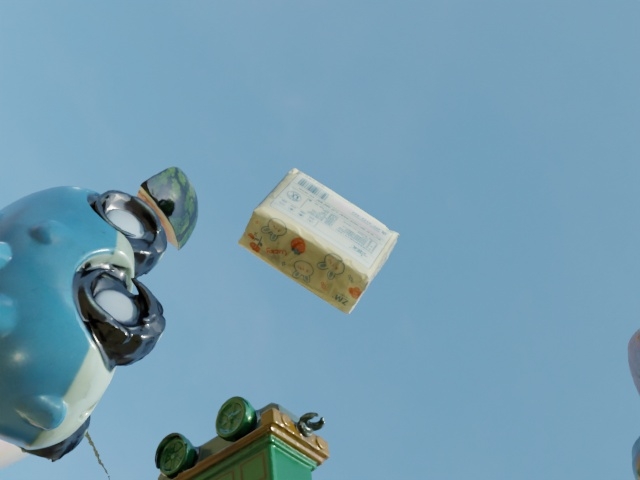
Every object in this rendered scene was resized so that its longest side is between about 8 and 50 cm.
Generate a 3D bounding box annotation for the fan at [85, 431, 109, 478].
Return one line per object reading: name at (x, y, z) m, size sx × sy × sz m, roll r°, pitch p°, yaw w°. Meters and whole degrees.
fan at (-0.209, 0.334, 0.985) m, size 0.182 × 0.010 × 0.310 m, roll -40°, pitch -112°, yaw 10°

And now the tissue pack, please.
tissue pack at (0.000, 0.000, 1.278) m, size 0.196 × 0.148 × 0.092 m, roll 32°, pitch -52°, yaw 5°

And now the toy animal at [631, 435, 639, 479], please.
toy animal at (0.556, 0.366, 1.125) m, size 0.191 × 0.216 × 0.338 m, roll -40°, pitch -96°, yaw 11°

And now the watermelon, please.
watermelon at (-0.252, -0.046, 1.383) m, size 0.094 × 0.125 × 0.135 m, roll -7°, pitch -77°, yaw 16°

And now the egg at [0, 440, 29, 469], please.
egg at (-0.567, 0.168, 1.184) m, size 0.354 × 0.340 × 0.355 m, roll 0°, pitch -89°, yaw 29°

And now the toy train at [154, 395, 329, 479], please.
toy train at (-0.158, 0.456, 1.585) m, size 0.429 × 0.178 × 0.249 m, roll -34°, pitch -141°, yaw 19°

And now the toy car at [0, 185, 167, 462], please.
toy car at (-0.254, 0.053, 0.763) m, size 0.190 × 0.255 × 0.188 m, roll 27°, pitch -61°, yaw -23°

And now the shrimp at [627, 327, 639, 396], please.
shrimp at (0.406, 0.151, 0.939) m, size 0.068 × 0.249 × 0.150 m, roll -21°, pitch -104°, yaw -10°
